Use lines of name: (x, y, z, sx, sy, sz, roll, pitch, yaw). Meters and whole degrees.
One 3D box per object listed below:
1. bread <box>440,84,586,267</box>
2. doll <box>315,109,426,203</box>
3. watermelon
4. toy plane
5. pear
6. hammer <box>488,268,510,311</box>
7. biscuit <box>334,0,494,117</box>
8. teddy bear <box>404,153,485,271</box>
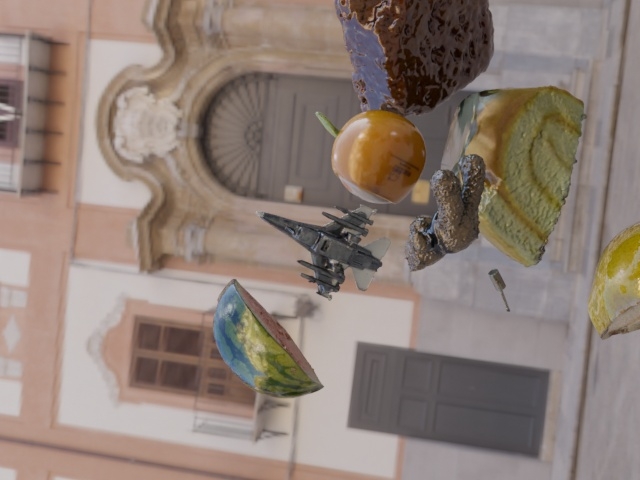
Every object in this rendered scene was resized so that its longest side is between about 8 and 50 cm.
bread: (0.401, -0.160, 1.968, 0.239, 0.264, 0.395, -157, 81, -68)
doll: (0.110, -0.195, 1.911, 0.236, 0.213, 0.213, 39, 138, 46)
watermelon: (-0.133, 0.231, 1.810, 0.128, 0.303, 0.159, -41, -2, 5)
toy plane: (0.011, 0.007, 1.319, 0.082, 0.234, 0.160, 38, 104, 54)
pear: (0.755, 0.053, 1.962, 0.386, 0.340, 0.191, -42, 62, 42)
hammer: (0.305, 0.088, 1.465, 0.035, 0.019, 0.110, 59, -168, -24)
biscuit: (0.239, -0.487, 2.036, 0.395, 0.166, 0.343, -39, -47, -26)
teddy bear: (0.240, -0.033, 1.666, 0.182, 0.129, 0.251, -21, -30, -37)
